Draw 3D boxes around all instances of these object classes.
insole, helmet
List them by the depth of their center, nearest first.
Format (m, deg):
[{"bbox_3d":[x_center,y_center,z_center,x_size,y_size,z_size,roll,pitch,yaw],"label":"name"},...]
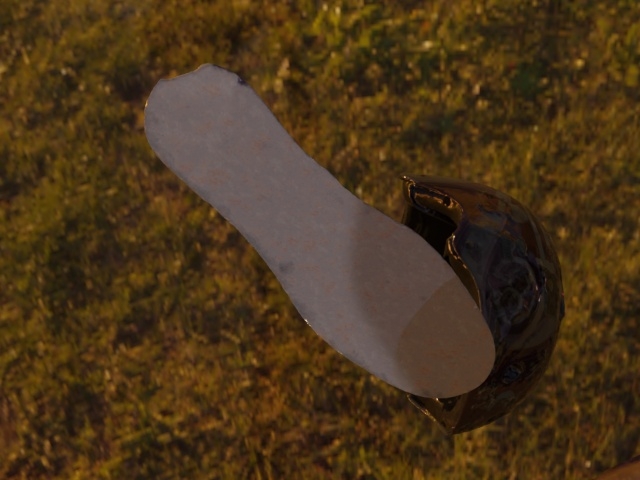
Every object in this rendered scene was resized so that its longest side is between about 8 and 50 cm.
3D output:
[{"bbox_3d":[0.000,0.000,0.560,0.065,0.197,0.004,-45,10,15],"label":"insole"},{"bbox_3d":[0.109,0.038,0.848,0.107,0.153,0.177,-6,48,-19],"label":"helmet"}]

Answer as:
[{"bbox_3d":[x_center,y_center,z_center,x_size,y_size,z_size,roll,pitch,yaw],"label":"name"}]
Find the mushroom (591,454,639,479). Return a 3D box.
[{"bbox_3d":[0.170,0.156,0.402,0.285,0.156,0.151,-8,22,1],"label":"mushroom"}]
